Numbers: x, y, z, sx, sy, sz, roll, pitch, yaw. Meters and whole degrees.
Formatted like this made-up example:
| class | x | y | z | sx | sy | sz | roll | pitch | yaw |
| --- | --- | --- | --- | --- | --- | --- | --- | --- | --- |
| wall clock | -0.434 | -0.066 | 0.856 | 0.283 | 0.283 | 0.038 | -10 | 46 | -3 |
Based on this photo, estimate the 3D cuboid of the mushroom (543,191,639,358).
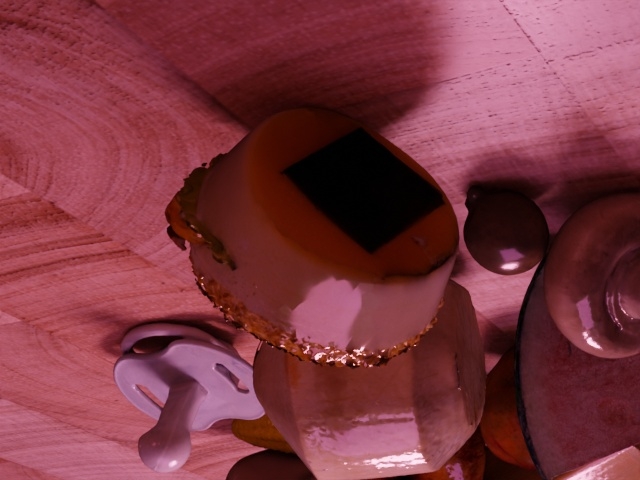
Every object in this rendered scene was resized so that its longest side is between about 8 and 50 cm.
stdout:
| class | x | y | z | sx | sy | sz | roll | pitch | yaw |
| --- | --- | --- | --- | --- | --- | --- | --- | --- | --- |
| mushroom | 0.366 | 0.049 | 1.396 | 0.204 | 0.204 | 0.204 | 2 | 155 | 1 |

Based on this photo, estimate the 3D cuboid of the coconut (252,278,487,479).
| class | x | y | z | sx | sy | sz | roll | pitch | yaw |
| --- | --- | --- | --- | --- | --- | --- | --- | --- | --- |
| coconut | 0.061 | 0.171 | 1.621 | 0.323 | 0.323 | 0.323 | 2 | 155 | 1 |

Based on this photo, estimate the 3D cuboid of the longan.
| class | x | y | z | sx | sy | sz | roll | pitch | yaw |
| --- | --- | --- | --- | --- | --- | --- | --- | --- | --- |
| longan | 0.212 | -0.015 | 1.429 | 0.119 | 0.106 | 0.106 | 47 | 148 | 1 |

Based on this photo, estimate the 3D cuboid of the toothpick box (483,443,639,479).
| class | x | y | z | sx | sy | sz | roll | pitch | yaw |
| --- | --- | --- | --- | --- | --- | --- | --- | --- | --- |
| toothpick box | 0.416 | 0.377 | 2.003 | 0.190 | 0.187 | 0.308 | 38 | 122 | -22 |

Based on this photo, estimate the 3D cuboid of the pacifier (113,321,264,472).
| class | x | y | z | sx | sy | sz | roll | pitch | yaw |
| --- | --- | --- | --- | --- | --- | --- | --- | --- | --- |
| pacifier | -0.226 | 0.258 | 1.915 | 0.287 | 0.226 | 0.238 | -16 | 130 | 34 |

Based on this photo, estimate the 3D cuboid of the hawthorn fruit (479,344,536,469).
| class | x | y | z | sx | sy | sz | roll | pitch | yaw |
| --- | --- | --- | --- | --- | --- | --- | --- | --- | --- |
| hawthorn fruit | 0.341 | 0.268 | 1.879 | 0.208 | 0.208 | 0.248 | 5 | 146 | -5 |

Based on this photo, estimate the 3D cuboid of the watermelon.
| class | x | y | z | sx | sy | sz | roll | pitch | yaw |
| --- | --- | --- | --- | --- | --- | --- | --- | --- | --- |
| watermelon | 0.381 | 0.195 | 1.576 | 0.292 | 0.250 | 0.283 | 35 | -168 | 32 |

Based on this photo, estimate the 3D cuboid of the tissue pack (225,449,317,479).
| class | x | y | z | sx | sy | sz | roll | pitch | yaw |
| --- | --- | --- | --- | --- | --- | --- | --- | --- | --- |
| tissue pack | 0.011 | 0.505 | 2.286 | 0.387 | 0.267 | 0.277 | -9 | -172 | -21 |

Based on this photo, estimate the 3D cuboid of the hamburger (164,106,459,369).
| class | x | y | z | sx | sy | sz | roll | pitch | yaw |
| --- | --- | --- | --- | --- | --- | --- | --- | --- | --- |
| hamburger | 0.000 | 0.000 | 1.258 | 0.294 | 0.276 | 0.179 | 39 | 130 | 10 |

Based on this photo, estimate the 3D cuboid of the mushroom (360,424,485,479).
| class | x | y | z | sx | sy | sz | roll | pitch | yaw |
| --- | --- | --- | --- | --- | --- | --- | --- | --- | --- |
| mushroom | 0.174 | 0.320 | 2.019 | 0.267 | 0.254 | 0.267 | 25 | 145 | 19 |

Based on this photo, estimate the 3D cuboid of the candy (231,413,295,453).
| class | x | y | z | sx | sy | sz | roll | pitch | yaw |
| --- | --- | --- | --- | --- | --- | --- | --- | --- | --- |
| candy | -0.075 | 0.341 | 2.225 | 0.199 | 0.094 | 0.106 | -2 | -168 | 28 |
